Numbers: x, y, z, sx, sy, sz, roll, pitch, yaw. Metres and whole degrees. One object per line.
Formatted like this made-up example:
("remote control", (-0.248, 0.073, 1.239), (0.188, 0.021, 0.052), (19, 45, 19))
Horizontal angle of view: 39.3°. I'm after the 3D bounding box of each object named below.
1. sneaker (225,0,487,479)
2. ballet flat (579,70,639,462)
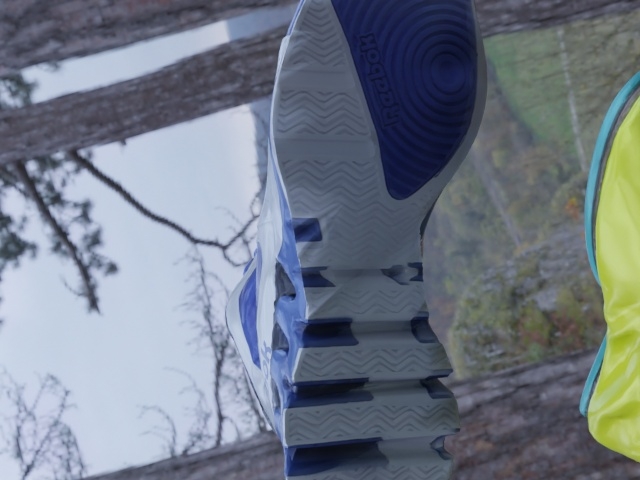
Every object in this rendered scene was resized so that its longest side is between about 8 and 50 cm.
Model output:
("sneaker", (0.000, 0.001, 0.560), (0.182, 0.127, 0.316), (-177, 91, -70))
("ballet flat", (0.156, 0.030, 0.373), (0.077, 0.077, 0.231), (43, 158, 38))
